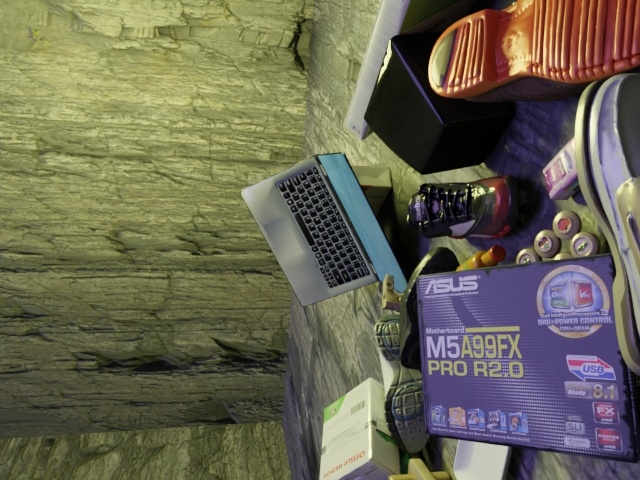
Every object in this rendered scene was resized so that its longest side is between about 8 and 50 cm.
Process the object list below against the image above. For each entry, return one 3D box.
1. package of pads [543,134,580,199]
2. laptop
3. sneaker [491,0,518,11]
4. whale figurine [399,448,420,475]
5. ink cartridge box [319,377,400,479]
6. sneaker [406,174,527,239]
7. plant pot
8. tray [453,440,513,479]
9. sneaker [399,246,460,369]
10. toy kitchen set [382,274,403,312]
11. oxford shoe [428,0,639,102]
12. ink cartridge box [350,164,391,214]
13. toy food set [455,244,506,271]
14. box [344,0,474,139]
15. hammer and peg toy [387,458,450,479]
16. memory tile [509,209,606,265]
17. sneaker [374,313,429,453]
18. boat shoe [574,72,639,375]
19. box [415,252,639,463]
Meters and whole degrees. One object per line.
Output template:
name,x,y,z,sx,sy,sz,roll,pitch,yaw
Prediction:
package of pads,0.320,-0.093,0.719,0.083,0.032,0.050,112,158,-61
laptop,0.000,0.000,1.422,0.382,0.408,0.236,63,-154,-12
sneaker,0.289,-0.349,0.748,0.222,0.083,0.118,-158,73,-75
whale figurine,0.151,0.514,1.263,0.216,0.141,0.272,107,162,-57
ink cartridge box,0.085,0.438,1.238,0.160,0.092,0.219,-41,22,27
sneaker,0.224,-0.051,0.931,0.276,0.135,0.098,170,102,-77
plant pot,0.205,-0.218,0.943,0.187,0.188,0.167,108,146,-55
tray,0.277,0.321,0.928,0.145,0.030,0.270,-121,33,-67
sneaker,0.201,0.122,1.128,0.130,0.109,0.286,-96,14,-55
toy kitchen set,0.186,0.111,1.255,0.068,0.083,0.075,104,174,-52
oxford shoe,0.295,-0.233,0.666,0.363,0.132,0.130,14,97,59
ink cartridge box,0.108,-0.121,1.533,0.198,0.115,0.067,113,155,-60
toy food set,0.255,0.131,0.814,0.104,0.111,0.232,119,165,-62
box,0.169,-0.352,1.016,0.058,0.232,0.322,44,149,15
hammer and peg toy,0.219,0.577,0.974,0.361,0.127,0.266,-144,56,-75
memory tile,0.298,0.044,0.722,0.148,0.012,0.113,-57,45,38
sneaker,0.187,0.316,1.251,0.129,0.111,0.297,76,-171,-61
boat shoe,0.326,-0.020,0.524,0.103,0.113,0.302,151,108,-75
box,0.245,0.138,0.692,0.270,0.060,0.216,-11,78,46
